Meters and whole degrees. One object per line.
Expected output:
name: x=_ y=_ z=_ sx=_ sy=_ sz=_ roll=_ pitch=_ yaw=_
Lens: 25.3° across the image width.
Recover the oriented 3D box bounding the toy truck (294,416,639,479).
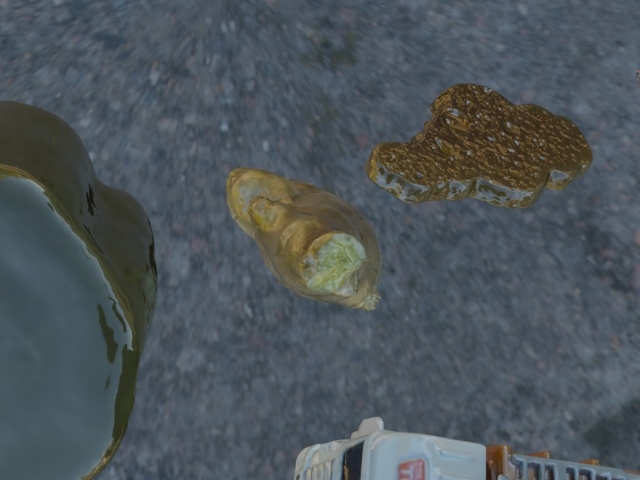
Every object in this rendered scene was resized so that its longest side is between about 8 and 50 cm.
toy truck: x=0.176 y=0.282 z=1.379 sx=0.387 sy=0.207 sz=0.173 roll=12 pitch=66 yaw=-25

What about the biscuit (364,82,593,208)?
biscuit: x=0.181 y=-0.104 z=1.675 sx=0.183 sy=0.319 sz=0.047 roll=45 pitch=133 yaw=23

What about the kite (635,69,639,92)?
kite: x=0.312 y=-0.035 z=1.111 sx=0.006 sy=0.198 sz=0.244 roll=-25 pitch=76 yaw=-12

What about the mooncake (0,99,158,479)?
mooncake: x=-0.320 y=0.047 z=1.197 sx=0.378 sy=0.201 sz=0.378 roll=0 pitch=118 yaw=0

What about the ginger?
ginger: x=-0.012 y=-0.022 z=1.776 sx=0.166 sy=0.375 sz=0.236 roll=-26 pitch=77 yaw=-6
